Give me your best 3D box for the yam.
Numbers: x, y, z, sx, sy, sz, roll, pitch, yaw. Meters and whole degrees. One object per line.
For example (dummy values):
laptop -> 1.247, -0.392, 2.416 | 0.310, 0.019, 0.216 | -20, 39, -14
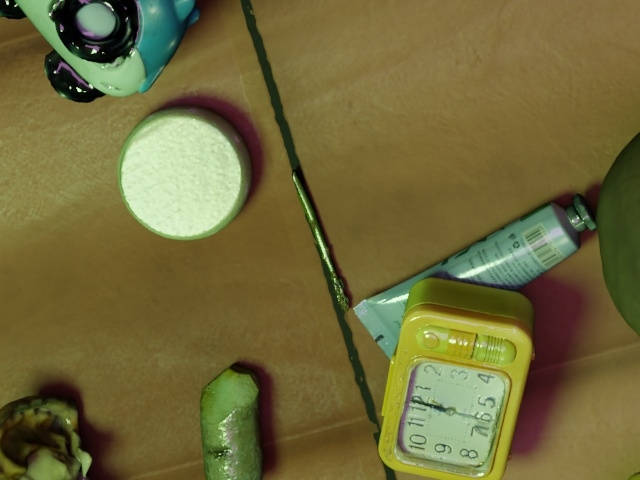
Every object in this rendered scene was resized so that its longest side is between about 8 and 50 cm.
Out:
yam -> -0.098, 0.212, 1.949 | 0.070, 0.070, 0.146 | -1, 103, 7

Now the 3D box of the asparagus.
asparagus -> 0.000, 0.000, 1.921 | 0.016, 0.013, 0.166 | -28, 102, -31

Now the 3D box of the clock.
clock -> 0.142, 0.150, 1.875 | 0.143, 0.096, 0.202 | 9, 119, 2

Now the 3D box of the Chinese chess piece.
Chinese chess piece -> -0.144, -0.072, 1.900 | 0.144, 0.058, 0.144 | 1, 101, 5

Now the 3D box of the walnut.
walnut -> -0.306, 0.297, 1.933 | 0.141, 0.204, 0.238 | -32, 91, 34

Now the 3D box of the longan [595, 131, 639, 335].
longan -> 0.412, -0.004, 1.741 | 0.297, 0.297, 0.297 | 1, 102, 6

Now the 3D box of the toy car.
toy car -> -0.229, -0.271, 1.806 | 0.190, 0.188, 0.255 | -41, 87, -17

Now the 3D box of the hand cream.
hand cream -> 0.169, 0.036, 1.892 | 0.271, 0.058, 0.091 | -33, 108, 15

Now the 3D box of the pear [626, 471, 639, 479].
pear -> 0.408, 0.350, 1.829 | 0.271, 0.271, 0.271 | 1, 102, 6
